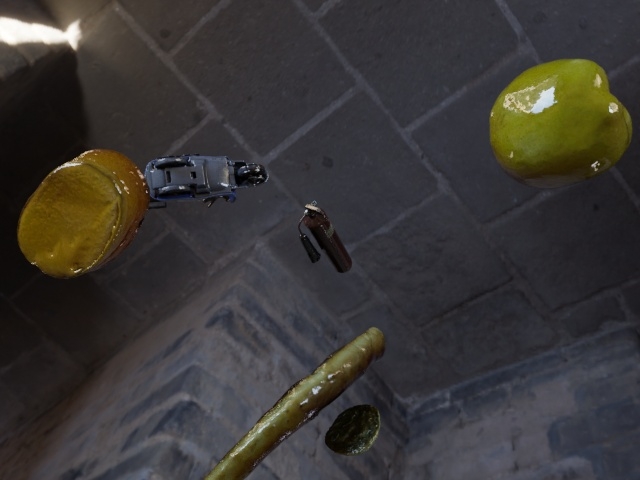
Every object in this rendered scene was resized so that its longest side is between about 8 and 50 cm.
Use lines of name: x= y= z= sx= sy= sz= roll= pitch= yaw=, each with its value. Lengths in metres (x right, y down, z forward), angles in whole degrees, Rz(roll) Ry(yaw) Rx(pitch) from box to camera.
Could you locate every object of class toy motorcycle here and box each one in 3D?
toy motorcycle: x=-0.325 y=-0.161 z=1.720 sx=0.358 sy=0.212 sz=0.125 roll=-6 pitch=80 yaw=-17

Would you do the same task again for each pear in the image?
pear: x=0.349 y=-0.168 z=0.921 sx=0.199 sy=0.200 sz=0.200 roll=5 pitch=121 yaw=8

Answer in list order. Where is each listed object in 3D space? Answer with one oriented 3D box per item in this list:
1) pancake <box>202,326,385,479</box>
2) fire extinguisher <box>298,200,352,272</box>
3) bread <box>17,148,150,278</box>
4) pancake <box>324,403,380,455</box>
pancake: x=-0.043 y=0.305 z=1.070 sx=0.067 sy=0.426 sz=0.305 roll=44 pitch=127 yaw=13
fire extinguisher: x=0.000 y=0.000 z=0.776 sx=0.048 sy=0.035 sz=0.173 roll=-18 pitch=150 yaw=8
bread: x=-0.456 y=-0.050 z=1.207 sx=0.195 sy=0.143 sz=0.270 roll=40 pitch=105 yaw=-4
pancake: x=0.057 y=0.317 z=1.046 sx=0.107 sy=0.108 sz=0.017 roll=-16 pitch=119 yaw=19
